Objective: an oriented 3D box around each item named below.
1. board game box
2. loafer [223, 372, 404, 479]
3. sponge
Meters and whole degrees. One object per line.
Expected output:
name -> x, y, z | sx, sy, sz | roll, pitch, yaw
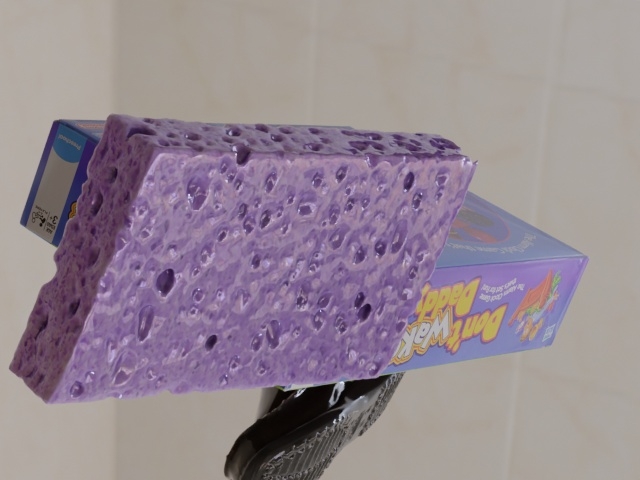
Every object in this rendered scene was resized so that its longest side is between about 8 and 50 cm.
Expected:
board game box -> 0.000, 0.000, 1.340 | 0.233, 0.078, 0.347 | 30, -162, 30
loafer -> -0.016, 0.122, 1.387 | 0.078, 0.080, 0.220 | 33, -154, 14
sponge -> -0.025, 0.008, 0.825 | 0.031, 0.117, 0.210 | 36, -157, 34
